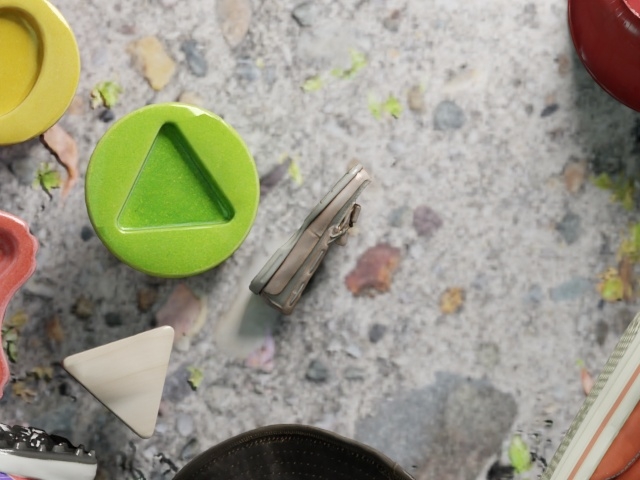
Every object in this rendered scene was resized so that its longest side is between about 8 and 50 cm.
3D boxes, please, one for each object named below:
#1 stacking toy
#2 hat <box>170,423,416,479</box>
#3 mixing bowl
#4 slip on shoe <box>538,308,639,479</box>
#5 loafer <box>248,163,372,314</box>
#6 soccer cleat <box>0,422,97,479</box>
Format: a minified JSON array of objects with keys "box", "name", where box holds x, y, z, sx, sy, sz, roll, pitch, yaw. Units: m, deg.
[{"box":[-0.212,-0.008,1.296,0.279,0.130,0.309,24,82,-12],"name":"stacking toy"},{"box":[-0.065,0.273,1.124,0.331,0.134,0.331,-9,70,27],"name":"hat"},{"box":[0.258,-0.180,1.202,0.181,0.098,0.181,-1,85,16],"name":"mixing bowl"},{"box":[0.193,0.183,1.140,0.101,0.123,0.331,31,90,5],"name":"slip on shoe"},{"box":[0.000,0.000,1.264,0.039,0.045,0.125,42,96,0],"name":"loafer"},{"box":[-0.283,0.180,1.150,0.109,0.318,0.116,14,90,38],"name":"soccer cleat"}]
